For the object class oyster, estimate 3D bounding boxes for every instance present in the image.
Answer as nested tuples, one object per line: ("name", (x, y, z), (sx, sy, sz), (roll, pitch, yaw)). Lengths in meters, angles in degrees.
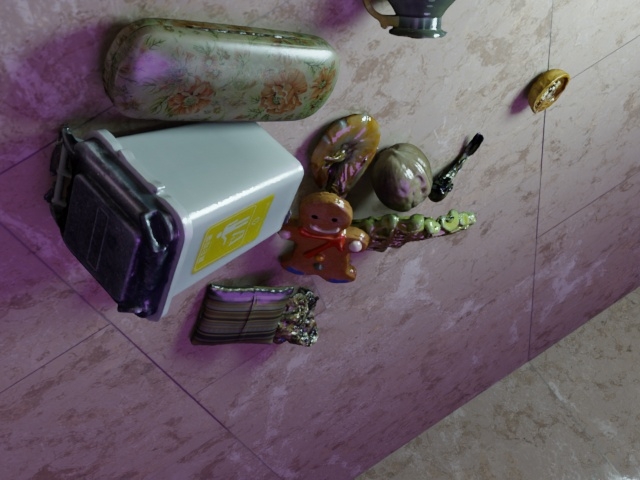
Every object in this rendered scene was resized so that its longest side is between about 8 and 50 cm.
("oyster", (-0.097, 0.212, 2.116), (0.223, 0.083, 0.214), (-18, 144, -17))

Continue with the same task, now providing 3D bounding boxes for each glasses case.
("glasses case", (-0.146, -0.269, 1.345), (0.425, 0.098, 0.156), (-6, 135, -41))

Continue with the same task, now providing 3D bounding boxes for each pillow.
("pillow", (-0.185, 0.178, 1.963), (0.208, 0.052, 0.212), (3, 133, -22))

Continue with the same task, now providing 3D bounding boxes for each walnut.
("walnut", (0.180, -0.138, 1.838), (0.140, 0.140, 0.162), (-34, 129, -3))
("walnut", (0.530, -0.360, 1.961), (0.091, 0.052, 0.121), (0, 137, -48))

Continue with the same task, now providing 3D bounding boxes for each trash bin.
("trash bin", (-0.239, -0.077, 1.407), (0.367, 0.296, 0.256), (-28, 151, -42))

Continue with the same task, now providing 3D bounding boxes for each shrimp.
("shrimp", (0.030, -0.147, 1.740), (0.152, 0.063, 0.287), (-7, 137, -37))
("shrimp", (0.315, -0.173, 1.942), (0.198, 0.051, 0.262), (-56, 174, 7))

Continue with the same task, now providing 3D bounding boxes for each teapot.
("teapot", (0.153, -0.409, 1.430), (0.165, 0.130, 0.119), (1, 110, -4))

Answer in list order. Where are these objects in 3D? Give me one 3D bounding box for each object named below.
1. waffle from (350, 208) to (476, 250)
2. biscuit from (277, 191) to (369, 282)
("waffle", (0.192, -0.022, 1.936), (0.297, 0.073, 0.317), (-9, 172, 40))
("biscuit", (0.000, 0.002, 1.831), (0.205, 0.049, 0.324), (13, 145, -2))
